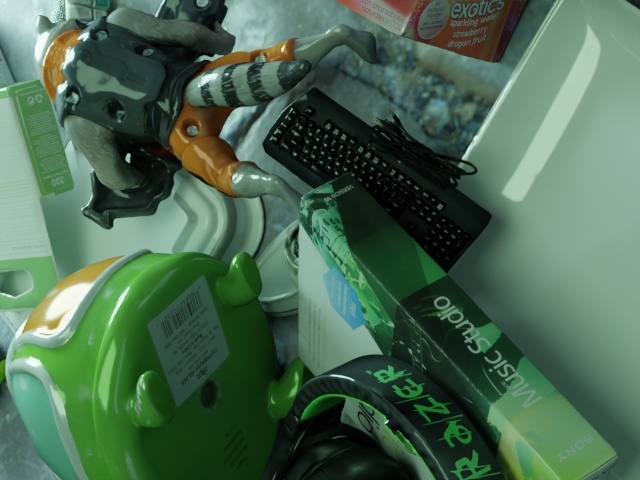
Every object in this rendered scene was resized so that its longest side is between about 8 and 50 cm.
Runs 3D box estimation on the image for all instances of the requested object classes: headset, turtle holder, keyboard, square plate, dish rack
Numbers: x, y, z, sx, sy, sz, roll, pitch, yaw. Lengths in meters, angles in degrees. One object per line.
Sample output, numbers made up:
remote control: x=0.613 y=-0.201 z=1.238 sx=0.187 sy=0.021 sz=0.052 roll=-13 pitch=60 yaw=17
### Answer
headset: x=0.030 y=0.274 z=1.083 sx=0.243 sy=0.185 sz=0.394 roll=46 pitch=144 yaw=33
turtle holder: x=-0.151 y=0.151 z=1.261 sx=0.227 sy=0.320 sz=0.243 roll=2 pitch=60 yaw=33
keyboard: x=0.049 y=-0.053 z=1.097 sx=0.192 sy=0.038 sz=0.100 roll=34 pitch=115 yaw=-4
square plate: x=0.237 y=0.017 z=1.050 sx=0.347 sy=0.049 sz=0.344 roll=44 pitch=113 yaw=37
dish rack: x=-0.227 y=0.017 z=1.416 sx=0.285 sy=0.072 sz=0.333 roll=45 pitch=113 yaw=32

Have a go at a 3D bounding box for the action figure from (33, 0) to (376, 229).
action figure: x=-0.123 y=-0.177 z=1.254 sx=0.330 sy=0.178 sz=0.341 roll=10 pitch=78 yaw=22

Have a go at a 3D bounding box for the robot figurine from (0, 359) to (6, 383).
robot figurine: x=-0.410 y=0.148 z=1.550 sx=0.101 sy=0.067 sz=0.115 roll=13 pitch=96 yaw=10

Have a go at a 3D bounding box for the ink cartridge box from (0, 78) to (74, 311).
ink cartridge box: x=-0.333 y=-0.044 z=1.427 sx=0.171 sy=0.056 sz=0.235 roll=-5 pitch=104 yaw=42

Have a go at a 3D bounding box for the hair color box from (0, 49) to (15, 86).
hair color box: x=-0.413 y=-0.195 z=1.557 sx=0.053 sy=0.093 sz=0.167 roll=-39 pitch=64 yaw=29

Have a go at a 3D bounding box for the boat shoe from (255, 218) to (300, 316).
boat shoe: x=0.000 y=0.000 z=1.234 sx=0.226 sy=0.076 sz=0.083 roll=-36 pitch=66 yaw=31

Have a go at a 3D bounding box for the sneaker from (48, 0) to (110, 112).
sneaker: x=-0.273 y=-0.216 z=1.481 sx=0.076 sy=0.065 sz=0.166 roll=6 pitch=88 yaw=54

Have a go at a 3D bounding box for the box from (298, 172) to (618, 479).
box: x=0.093 y=0.127 z=1.085 sx=0.322 sy=0.058 sz=0.232 roll=46 pitch=154 yaw=30

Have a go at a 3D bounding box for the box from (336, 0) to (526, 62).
box: x=0.038 y=-0.285 z=1.175 sx=0.300 sy=0.154 sz=0.142 roll=36 pitch=108 yaw=35
